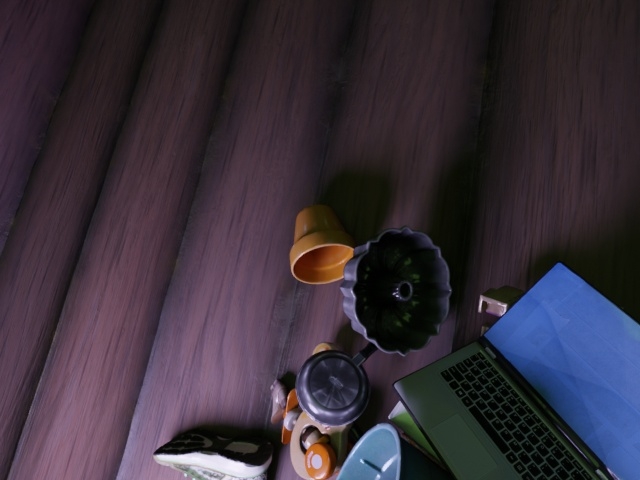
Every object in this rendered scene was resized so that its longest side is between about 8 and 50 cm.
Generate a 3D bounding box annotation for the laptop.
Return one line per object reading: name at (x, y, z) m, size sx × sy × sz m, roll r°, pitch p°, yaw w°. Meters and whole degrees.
laptop at (0.426, 0.301, 0.784) m, size 0.408 × 0.236 × 0.382 m, roll -18°, pitch 47°, yaw -22°

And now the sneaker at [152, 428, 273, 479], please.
sneaker at (-0.325, 0.683, 1.206) m, size 0.410 × 0.158 × 0.182 m, roll -4°, pitch 90°, yaw 25°

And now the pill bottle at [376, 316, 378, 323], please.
pill bottle at (0.150, 0.168, 1.196) m, size 0.087 × 0.087 × 0.160 m, roll 13°, pitch 80°, yaw 24°

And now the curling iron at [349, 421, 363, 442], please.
curling iron at (0.088, 0.501, 1.148) m, size 0.068 × 0.035 × 0.274 m, roll -37°, pitch 65°, yaw 11°

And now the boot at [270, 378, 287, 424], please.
boot at (-0.130, 0.480, 1.235) m, size 0.118 × 0.042 × 0.087 m, roll -60°, pitch 40°, yaw 24°

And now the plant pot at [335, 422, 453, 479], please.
plant pot at (0.210, 0.623, 0.850) m, size 0.334 × 0.341 × 0.341 m, roll 31°, pitch 87°, yaw -3°

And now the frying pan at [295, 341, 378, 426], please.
frying pan at (0.094, 0.359, 1.090) m, size 0.326 × 0.053 × 0.197 m, roll -17°, pitch 59°, yaw -15°

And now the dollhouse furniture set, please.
dollhouse furniture set at (0.555, 0.292, 1.019) m, size 0.286 × 0.198 × 0.303 m, roll 19°, pitch 114°, yaw 46°

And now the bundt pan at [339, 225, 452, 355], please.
bundt pan at (0.188, 0.128, 1.097) m, size 0.124 × 0.330 × 0.331 m, roll -4°, pitch 68°, yaw 61°

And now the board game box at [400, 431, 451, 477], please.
board game box at (0.256, 0.613, 1.046) m, size 0.193 × 0.045 × 0.147 m, roll 32°, pitch 87°, yaw 26°

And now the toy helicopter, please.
toy helicopter at (-0.012, 0.463, 1.141) m, size 0.235 × 0.140 × 0.355 m, roll -9°, pitch 65°, yaw 39°

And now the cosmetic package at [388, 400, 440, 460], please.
cosmetic package at (0.374, 0.473, 0.952) m, size 0.385 × 0.217 × 0.156 m, roll 35°, pitch 88°, yaw 28°

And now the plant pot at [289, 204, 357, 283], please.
plant pot at (0.000, 0.000, 1.255) m, size 0.205 × 0.205 × 0.188 m, roll -23°, pitch 53°, yaw 13°
